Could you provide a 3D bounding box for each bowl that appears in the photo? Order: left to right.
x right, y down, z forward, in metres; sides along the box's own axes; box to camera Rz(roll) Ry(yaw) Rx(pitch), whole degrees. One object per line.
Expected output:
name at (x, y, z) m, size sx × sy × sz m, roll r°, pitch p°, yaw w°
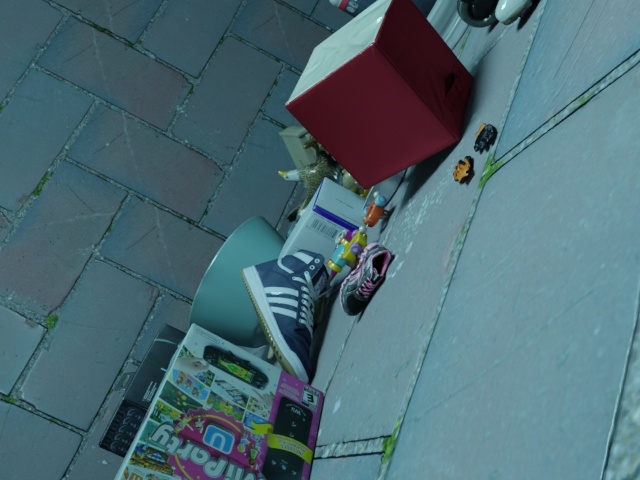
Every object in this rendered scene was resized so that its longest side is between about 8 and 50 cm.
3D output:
bowl at (-0.141, 0.119, 1.569) m, size 0.311 × 0.163 × 0.311 m, roll -57°, pitch -13°, yaw -20°

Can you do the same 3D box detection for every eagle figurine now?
eagle figurine at (-0.008, -0.140, 1.839) m, size 0.226 × 0.225 × 0.298 m, roll -19°, pitch -61°, yaw -38°

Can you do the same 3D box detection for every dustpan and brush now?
dustpan and brush at (0.116, -0.120, 1.246) m, size 0.147 × 0.060 × 0.211 m, roll -63°, pitch 8°, yaw -4°

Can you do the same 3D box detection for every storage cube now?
storage cube at (0.096, -0.232, 1.075) m, size 0.215 × 0.193 × 0.183 m, roll -28°, pitch 29°, yaw 39°

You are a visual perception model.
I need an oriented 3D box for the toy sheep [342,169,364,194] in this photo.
toy sheep at (0.094, -0.145, 1.372) m, size 0.132 × 0.091 × 0.091 m, roll -43°, pitch 1°, yaw -20°

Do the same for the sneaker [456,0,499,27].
sneaker at (0.297, -0.470, 1.093) m, size 0.267 × 0.101 × 0.106 m, roll -56°, pitch 12°, yaw 41°

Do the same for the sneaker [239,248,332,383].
sneaker at (-0.033, 0.121, 1.233) m, size 0.282 × 0.153 × 0.099 m, roll -121°, pitch 13°, yaw -45°

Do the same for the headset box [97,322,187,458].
headset box at (-0.242, 0.313, 1.304) m, size 0.131 × 0.283 × 0.246 m, roll -59°, pitch 9°, yaw 24°

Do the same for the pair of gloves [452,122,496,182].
pair of gloves at (0.195, -0.110, 0.886) m, size 0.083 × 0.010 × 0.074 m, roll -57°, pitch 8°, yaw 17°

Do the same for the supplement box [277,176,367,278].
supplement box at (0.000, 0.000, 1.412) m, size 0.220 × 0.111 × 0.114 m, roll -56°, pitch 10°, yaw 38°

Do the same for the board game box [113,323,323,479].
board game box at (-0.127, 0.278, 0.895) m, size 0.097 × 0.224 × 0.303 m, roll -55°, pitch 11°, yaw 32°

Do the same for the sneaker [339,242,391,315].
sneaker at (0.069, 0.058, 1.034) m, size 0.119 × 0.047 × 0.057 m, roll -65°, pitch 19°, yaw -5°

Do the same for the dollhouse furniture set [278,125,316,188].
dollhouse furniture set at (0.083, -0.302, 2.078) m, size 0.303 × 0.198 × 0.286 m, roll -34°, pitch 23°, yaw -18°

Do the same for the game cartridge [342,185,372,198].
game cartridge at (0.144, -0.244, 1.557) m, size 0.285 × 0.053 × 0.323 m, roll -57°, pitch 7°, yaw 35°

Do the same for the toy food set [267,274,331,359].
toy food set at (-0.031, 0.161, 1.378) m, size 0.192 × 0.039 × 0.132 m, roll -40°, pitch 26°, yaw 42°

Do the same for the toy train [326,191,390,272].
toy train at (0.071, -0.005, 1.221) m, size 0.166 × 0.046 × 0.125 m, roll -47°, pitch 16°, yaw 53°

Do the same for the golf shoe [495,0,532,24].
golf shoe at (0.287, -0.396, 0.981) m, size 0.186 × 0.086 × 0.067 m, roll -64°, pitch 9°, yaw 3°

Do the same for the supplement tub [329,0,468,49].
supplement tub at (0.170, -0.506, 1.411) m, size 0.191 × 0.272 × 0.191 m, roll -61°, pitch 8°, yaw 15°
